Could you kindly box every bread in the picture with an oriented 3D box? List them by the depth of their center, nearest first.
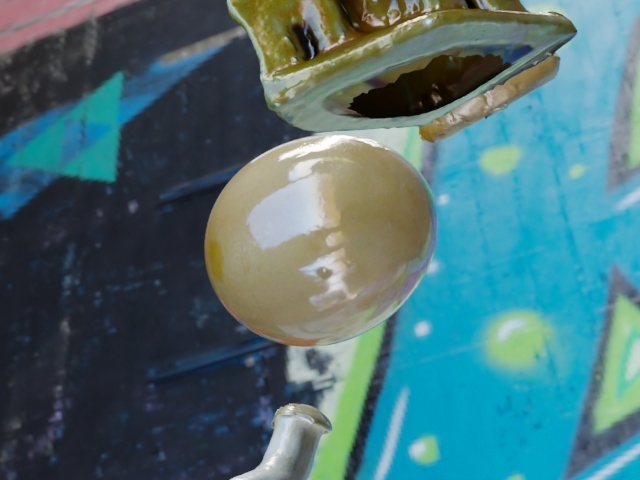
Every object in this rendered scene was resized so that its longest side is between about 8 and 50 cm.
[{"bbox_3d":[0.194,-0.185,1.513,0.077,0.189,0.114,62,-173,-13],"label":"bread"}]

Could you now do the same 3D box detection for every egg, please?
[{"bbox_3d":[0.000,0.000,1.835,0.301,0.374,0.301,13,-111,-37],"label":"egg"}]

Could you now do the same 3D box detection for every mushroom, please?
[{"bbox_3d":[-0.056,0.274,1.466,0.092,0.081,0.223,52,-135,-9],"label":"mushroom"}]

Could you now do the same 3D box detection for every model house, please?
[{"bbox_3d":[0.041,-0.226,1.089,0.268,0.173,0.239,-5,-115,-43],"label":"model house"}]
